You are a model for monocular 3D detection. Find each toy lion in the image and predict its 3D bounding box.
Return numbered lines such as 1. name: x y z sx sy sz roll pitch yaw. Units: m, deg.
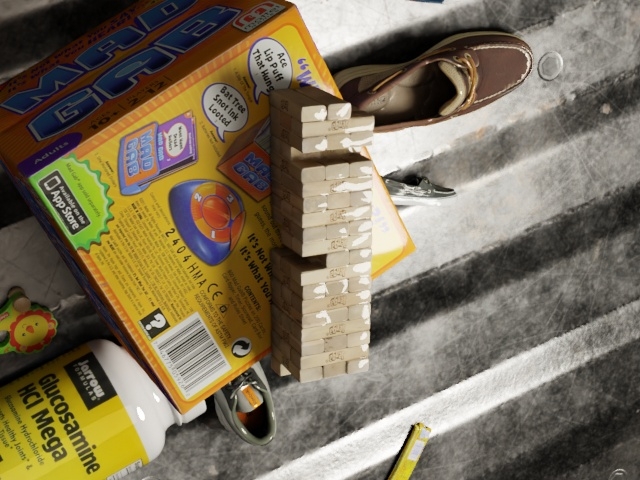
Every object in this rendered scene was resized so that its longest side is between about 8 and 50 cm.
1. toy lion: -0.412 0.120 1.765 0.100 0.034 0.096 -34 126 -12

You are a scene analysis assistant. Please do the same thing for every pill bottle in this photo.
1. pill bottle: -0.333 0.250 1.754 0.334 0.188 0.188 -29 117 -15

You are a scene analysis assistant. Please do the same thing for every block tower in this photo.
1. block tower: 0.000 0.000 1.473 0.091 0.097 0.335 -8 111 -23

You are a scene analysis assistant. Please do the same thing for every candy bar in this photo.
1. candy bar: 0.136 0.370 2.124 0.040 0.018 0.161 22 96 -34

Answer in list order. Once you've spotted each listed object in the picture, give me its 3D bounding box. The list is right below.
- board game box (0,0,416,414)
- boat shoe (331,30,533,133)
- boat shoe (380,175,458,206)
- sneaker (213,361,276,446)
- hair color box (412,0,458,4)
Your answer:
1. board game box: -0.168 -0.078 1.625 0.356 0.356 0.356 -34 118 -12
2. boat shoe: 0.177 -0.220 1.880 0.342 0.123 0.123 -13 113 -22
3. boat shoe: 0.146 -0.076 1.959 0.142 0.049 0.040 1 106 -24
4. sneaker: -0.127 0.181 1.880 0.100 0.108 0.271 -30 116 -12
5. hair color box: 0.183 -0.507 1.766 0.174 0.105 0.347 -19 116 -45
